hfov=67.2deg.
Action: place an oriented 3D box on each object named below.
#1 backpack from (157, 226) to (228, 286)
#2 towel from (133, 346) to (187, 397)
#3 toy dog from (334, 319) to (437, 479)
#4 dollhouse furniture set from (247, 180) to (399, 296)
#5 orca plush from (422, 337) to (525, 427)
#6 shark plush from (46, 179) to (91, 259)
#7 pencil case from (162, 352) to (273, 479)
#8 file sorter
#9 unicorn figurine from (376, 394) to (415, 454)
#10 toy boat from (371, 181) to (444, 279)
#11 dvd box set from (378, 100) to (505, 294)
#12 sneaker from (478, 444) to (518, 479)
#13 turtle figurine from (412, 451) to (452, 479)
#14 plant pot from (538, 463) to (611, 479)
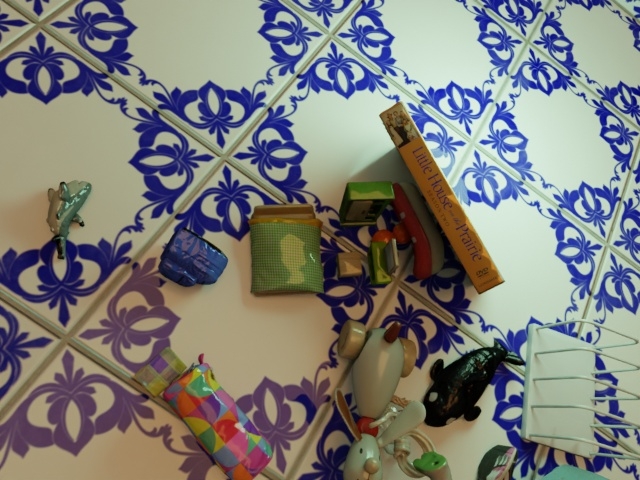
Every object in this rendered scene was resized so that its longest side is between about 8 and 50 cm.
[{"bbox_3d":[-0.255,0.045,0.966,0.120,0.098,0.101,31,73,-20],"label":"backpack"},{"bbox_3d":[-0.305,0.252,0.921,0.060,0.009,0.083,47,64,2],"label":"towel"},{"bbox_3d":[0.119,0.290,0.931,0.220,0.161,0.334,-1,55,-18],"label":"toy dog"},{"bbox_3d":[0.000,0.000,1.008,0.301,0.151,0.198,-3,72,-8],"label":"dollhouse furniture set"},{"bbox_3d":[0.353,0.317,1.072,0.287,0.102,0.151,-14,77,-23],"label":"orca plush"},{"bbox_3d":[-0.490,-0.046,0.941,0.067,0.073,0.161,17,58,-46],"label":"shark plush"},{"bbox_3d":[-0.187,0.331,0.887,0.104,0.104,0.236,-36,87,-26],"label":"pencil case"},{"bbox_3d":[0.610,0.341,1.113,0.192,0.173,0.278,20,66,-12],"label":"file sorter"},{"bbox_3d":[0.136,0.397,1.000,0.111,0.060,0.162,25,51,1],"label":"unicorn figurine"},{"bbox_3d":[0.192,-0.013,1.131,0.151,0.151,0.231,-25,79,6],"label":"toy boat"},{"bbox_3d":[0.276,-0.086,1.095,0.062,0.307,0.420,-29,81,13],"label":"dvd box set"},{"bbox_3d":[0.379,0.529,1.035,0.077,0.072,0.178,43,71,-14],"label":"sneaker"},{"bbox_3d":[0.207,0.527,0.868,0.197,0.274,0.266,-27,91,12],"label":"turtle figurine"},{"bbox_3d":[0.506,0.602,0.935,0.247,0.247,0.252,-15,38,-25],"label":"plant pot"}]
